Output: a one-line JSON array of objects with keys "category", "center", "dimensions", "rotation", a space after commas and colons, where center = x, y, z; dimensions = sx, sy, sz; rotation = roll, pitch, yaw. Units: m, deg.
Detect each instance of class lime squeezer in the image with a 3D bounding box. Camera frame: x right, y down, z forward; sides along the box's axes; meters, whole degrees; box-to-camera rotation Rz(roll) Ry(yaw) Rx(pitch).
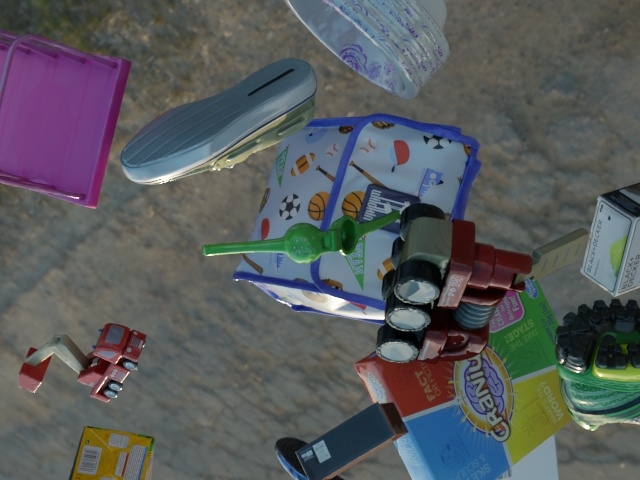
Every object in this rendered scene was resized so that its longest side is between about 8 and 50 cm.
[{"category": "lime squeezer", "center": [0.000, 0.000, 1.362], "dimensions": [0.110, 0.310, 0.059], "rotation": [-21, 81, 66]}]

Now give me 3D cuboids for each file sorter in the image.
[{"category": "file sorter", "center": [-0.437, -0.182, 1.318], "dimensions": [0.290, 0.202, 0.182], "rotation": [15, -178, 39]}]

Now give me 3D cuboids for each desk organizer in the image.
[{"category": "desk organizer", "center": [0.040, 0.249, 1.205], "dimensions": [0.130, 0.050, 0.047], "rotation": [-35, 70, 20]}]

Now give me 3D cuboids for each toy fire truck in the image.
[{"category": "toy fire truck", "center": [0.209, 0.057, 1.252], "dimensions": [0.246, 0.158, 0.217], "rotation": [10, 142, 0]}, {"category": "toy fire truck", "center": [-0.333, 0.165, 1.354], "dimensions": [0.135, 0.047, 0.192], "rotation": [25, 137, -14]}]

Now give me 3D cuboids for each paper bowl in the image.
[{"category": "paper bowl", "center": [0.081, -0.362, 1.512], "dimensions": [0.284, 0.148, 0.284], "rotation": [40, 177, 3]}]

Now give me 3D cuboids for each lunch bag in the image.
[{"category": "lunch bag", "center": [0.071, -0.035, 1.656], "dimensions": [0.385, 0.328, 0.239], "rotation": [8, 166, 45]}]

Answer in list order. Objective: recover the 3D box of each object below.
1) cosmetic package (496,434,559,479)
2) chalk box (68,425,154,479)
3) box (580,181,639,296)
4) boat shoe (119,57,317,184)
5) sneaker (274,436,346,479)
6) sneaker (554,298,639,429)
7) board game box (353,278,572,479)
[{"category": "cosmetic package", "center": [0.283, 0.363, 1.788], "dimensions": [0.225, 0.224, 0.138], "rotation": [-122, 20, -67]}, {"category": "chalk box", "center": [-0.385, 0.456, 1.805], "dimensions": [0.132, 0.132, 0.213], "rotation": [10, 142, -3]}, {"category": "box", "center": [0.608, -0.024, 1.726], "dimensions": [0.087, 0.290, 0.169], "rotation": [45, 141, 45]}, {"category": "boat shoe", "center": [-0.126, -0.144, 1.337], "dimensions": [0.109, 0.302, 0.094], "rotation": [45, 157, 43]}, {"category": "sneaker", "center": [-0.007, 0.415, 1.640], "dimensions": [0.209, 0.069, 0.082], "rotation": [35, 125, 31]}, {"category": "sneaker", "center": [0.437, 0.142, 1.100], "dimensions": [0.343, 0.134, 0.146], "rotation": [-2, 129, 9]}, {"category": "board game box", "center": [0.233, 0.210, 1.433], "dimensions": [0.242, 0.316, 0.064], "rotation": [62, 151, -3]}]
